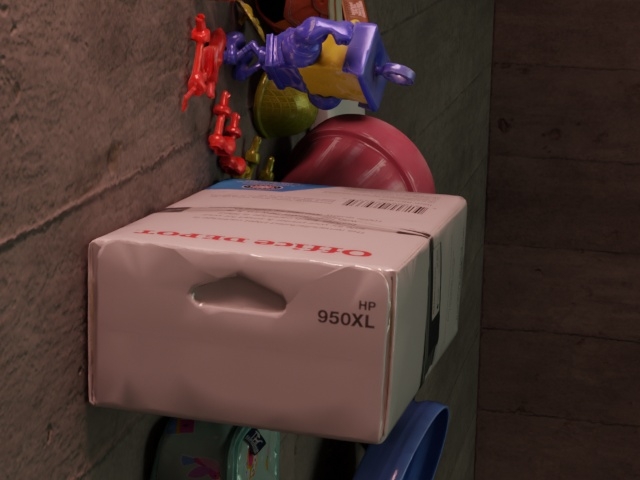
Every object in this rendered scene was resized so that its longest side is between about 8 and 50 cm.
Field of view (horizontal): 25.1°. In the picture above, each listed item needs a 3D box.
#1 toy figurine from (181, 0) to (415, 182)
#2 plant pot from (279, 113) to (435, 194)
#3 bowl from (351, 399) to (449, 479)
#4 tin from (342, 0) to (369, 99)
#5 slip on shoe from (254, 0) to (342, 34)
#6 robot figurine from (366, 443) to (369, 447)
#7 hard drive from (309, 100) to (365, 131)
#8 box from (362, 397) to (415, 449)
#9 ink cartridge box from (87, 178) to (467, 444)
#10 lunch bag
[{"bbox_3d":[0.003,-0.163,1.630,0.362,0.217,0.191,59,38,-67],"label":"toy figurine"},{"bbox_3d":[0.020,-0.039,1.838,0.180,0.201,0.201,-42,137,-48],"label":"plant pot"},{"bbox_3d":[0.101,0.436,2.333,0.391,0.077,0.391,22,90,-75],"label":"bowl"},{"bbox_3d":[0.038,-0.251,1.845,0.190,0.040,0.106,-96,-173,-58],"label":"tin"},{"bbox_3d":[-0.031,-0.290,1.725,0.331,0.101,0.123,92,-23,-66],"label":"slip on shoe"},{"bbox_3d":[0.074,0.209,2.323,0.291,0.085,0.211,69,29,-59],"label":"robot figurine"},{"bbox_3d":[0.022,-0.225,2.059,0.203,0.040,0.307,-66,157,-53],"label":"hard drive"},{"bbox_3d":[0.130,0.280,2.631,0.183,0.059,0.233,62,36,-66],"label":"box"},{"bbox_3d":[-0.027,0.052,1.431,0.395,0.285,0.166,-35,129,-72],"label":"ink cartridge box"},{"bbox_3d":[-0.105,0.305,1.566,0.224,0.108,0.279,-30,123,-73],"label":"lunch bag"}]
